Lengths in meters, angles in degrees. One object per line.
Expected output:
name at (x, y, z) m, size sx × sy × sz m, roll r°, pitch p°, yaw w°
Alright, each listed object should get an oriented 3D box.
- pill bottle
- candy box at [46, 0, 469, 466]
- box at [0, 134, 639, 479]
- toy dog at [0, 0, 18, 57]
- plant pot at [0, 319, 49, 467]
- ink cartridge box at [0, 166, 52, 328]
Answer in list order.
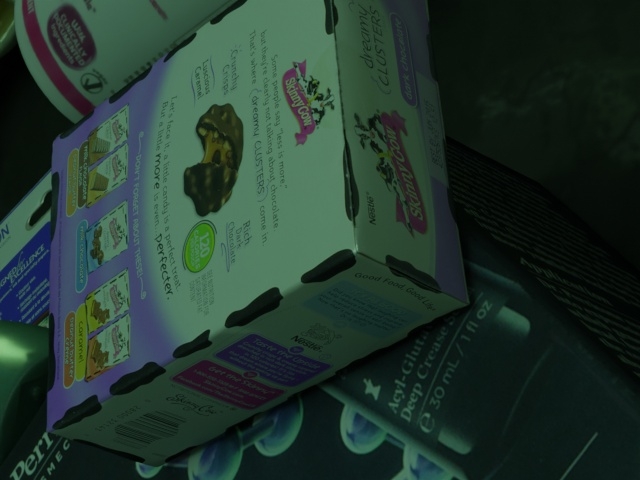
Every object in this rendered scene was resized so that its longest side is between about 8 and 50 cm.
pill bottle at (-0.065, -0.193, 1.121) m, size 0.283 × 0.160 × 0.160 m, roll -31°, pitch 50°, yaw 34°
candy box at (-0.036, -0.012, 0.733) m, size 0.196 × 0.070 × 0.164 m, roll -31°, pitch 49°, yaw 35°
box at (0.056, 0.143, 0.773) m, size 0.293 × 0.212 × 0.395 m, roll -56°, pitch 39°, yaw 12°
toy dog at (-0.450, -0.167, 1.452) m, size 0.408 × 0.285 × 0.395 m, roll -52°, pitch 40°, yaw 19°
plant pot at (-0.220, 0.181, 1.018) m, size 0.235 × 0.293 × 0.293 m, roll -18°, pitch 58°, yaw 31°
ink cartridge box at (-0.177, 0.030, 1.223) m, size 0.206 × 0.045 × 0.208 m, roll -43°, pitch 45°, yaw 26°
